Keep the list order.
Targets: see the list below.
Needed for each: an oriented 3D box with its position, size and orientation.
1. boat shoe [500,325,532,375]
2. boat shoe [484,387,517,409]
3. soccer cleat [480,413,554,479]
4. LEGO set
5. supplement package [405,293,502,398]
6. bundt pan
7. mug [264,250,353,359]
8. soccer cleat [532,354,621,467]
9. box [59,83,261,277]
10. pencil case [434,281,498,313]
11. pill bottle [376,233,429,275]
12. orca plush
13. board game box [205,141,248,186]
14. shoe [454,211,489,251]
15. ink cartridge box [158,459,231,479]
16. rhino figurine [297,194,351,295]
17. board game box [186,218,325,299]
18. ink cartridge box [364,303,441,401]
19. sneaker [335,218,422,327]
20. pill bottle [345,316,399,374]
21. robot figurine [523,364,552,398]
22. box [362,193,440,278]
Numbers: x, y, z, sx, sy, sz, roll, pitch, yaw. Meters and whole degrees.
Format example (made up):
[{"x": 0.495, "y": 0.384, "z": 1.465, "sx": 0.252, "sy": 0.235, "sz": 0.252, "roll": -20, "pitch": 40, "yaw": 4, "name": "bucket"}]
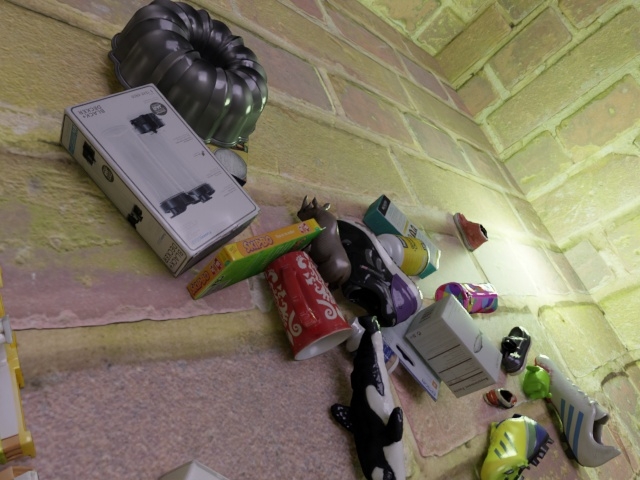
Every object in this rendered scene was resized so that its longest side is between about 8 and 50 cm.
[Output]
[{"x": 0.579, "y": 0.313, "z": 1.314, "sx": 0.065, "sy": 0.075, "sz": 0.206, "roll": 50, "pitch": 39, "yaw": -5, "name": "boat shoe"}, {"x": 0.477, "y": 0.406, "z": 1.137, "sx": 0.137, "sy": 0.043, "sz": 0.049, "roll": 21, "pitch": 42, "yaw": -37, "name": "boat shoe"}, {"x": 0.421, "y": 0.474, "z": 0.996, "sx": 0.289, "sy": 0.093, "sz": 0.121, "roll": -2, "pitch": 29, "yaw": -44, "name": "soccer cleat"}, {"x": -0.349, "y": 0.134, "z": 0.414, "sx": 0.107, "sy": 0.132, "sz": 0.287, "roll": -11, "pitch": 89, "yaw": -34, "name": "LEGO set"}, {"x": 0.292, "y": 0.229, "z": 0.956, "sx": 0.179, "sy": 0.105, "sz": 0.105, "roll": 50, "pitch": 35, "yaw": 0, "name": "supplement package"}, {"x": -0.243, "y": -0.357, "z": 0.899, "sx": 0.331, "sy": 0.124, "sz": 0.331, "roll": 28, "pitch": 41, "yaw": -27, "name": "bundt pan"}, {"x": -0.023, "y": 0.103, "z": 0.776, "sx": 0.113, "sy": 0.150, "sz": 0.169, "roll": -14, "pitch": 62, "yaw": -26, "name": "mug"}, {"x": 0.752, "y": 0.480, "z": 1.288, "sx": 0.116, "sy": 0.143, "sz": 0.331, "roll": 24, "pitch": 42, "yaw": -33, "name": "soccer cleat"}, {"x": -0.258, "y": -0.103, "z": 0.723, "sx": 0.290, "sy": 0.087, "sz": 0.169, "roll": 48, "pitch": 46, "yaw": -1, "name": "box"}, {"x": 0.425, "y": 0.167, "z": 1.257, "sx": 0.236, "sy": 0.104, "sz": 0.104, "roll": 5, "pitch": 54, "yaw": -47, "name": "pencil case"}, {"x": 0.185, "y": 0.037, "z": 1.101, "sx": 0.184, "sy": 0.103, "sz": 0.103, "roll": 6, "pitch": 53, "yaw": -45, "name": "pill bottle"}, {"x": 0.070, "y": 0.274, "z": 0.740, "sx": 0.102, "sy": 0.151, "sz": 0.287, "roll": -4, "pitch": 87, "yaw": -9, "name": "orca plush"}, {"x": -0.234, "y": -0.230, "z": 0.937, "sx": 0.165, "sy": 0.042, "sz": 0.243, "roll": 26, "pitch": 41, "yaw": -31, "name": "board game box"}, {"x": 0.561, "y": -0.048, "z": 1.626, "sx": 0.063, "sy": 0.081, "sz": 0.178, "roll": 22, "pitch": 43, "yaw": -35, "name": "shoe"}, {"x": -0.130, "y": 0.370, "z": 0.445, "sx": 0.158, "sy": 0.092, "sz": 0.218, "roll": 39, "pitch": 34, "yaw": -16, "name": "ink cartridge box"}, {"x": 0.000, "y": 0.000, "z": 0.926, "sx": 0.073, "sy": 0.106, "sz": 0.243, "roll": 15, "pitch": 47, "yaw": -41, "name": "rhino figurine"}, {"x": -0.100, "y": 0.025, "z": 0.774, "sx": 0.259, "sy": 0.124, "sz": 0.039, "roll": -17, "pitch": 71, "yaw": -54, "name": "board game box"}, {"x": 0.201, "y": 0.219, "z": 0.999, "sx": 0.223, "sy": 0.045, "sz": 0.224, "roll": 49, "pitch": 35, "yaw": -1, "name": "ink cartridge box"}, {"x": 0.083, "y": 0.062, "z": 0.942, "sx": 0.124, "sy": 0.107, "sz": 0.283, "roll": -22, "pitch": 57, "yaw": -40, "name": "sneaker"}, {"x": 0.093, "y": 0.210, "z": 0.867, "sx": 0.120, "sy": 0.067, "sz": 0.067, "roll": 48, "pitch": 34, "yaw": -3, "name": "pill bottle"}, {"x": 0.631, "y": 0.415, "z": 1.280, "sx": 0.115, "sy": 0.067, "sz": 0.101, "roll": -27, "pitch": 89, "yaw": -56, "name": "robot figurine"}, {"x": 0.232, "y": -0.010, "z": 1.238, "sx": 0.244, "sy": 0.060, "sz": 0.100, "roll": 44, "pitch": 35, "yaw": -9, "name": "box"}]
